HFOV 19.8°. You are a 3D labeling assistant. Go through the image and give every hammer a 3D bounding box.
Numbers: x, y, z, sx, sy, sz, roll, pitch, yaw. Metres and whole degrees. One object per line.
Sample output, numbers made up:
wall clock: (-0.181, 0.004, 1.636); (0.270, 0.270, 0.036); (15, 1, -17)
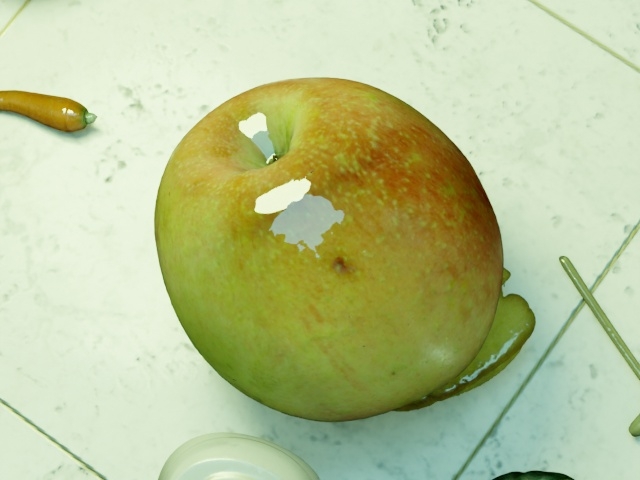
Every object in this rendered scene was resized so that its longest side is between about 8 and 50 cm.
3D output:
hammer: (0.281, 0.101, 1.803); (0.060, 0.028, 0.195); (-33, 72, 1)

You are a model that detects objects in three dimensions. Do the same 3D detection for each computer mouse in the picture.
computer mouse: (-0.101, 0.325, 1.709); (0.184, 0.121, 0.296); (13, 89, 0)

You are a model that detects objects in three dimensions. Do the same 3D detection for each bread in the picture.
bread: (0.113, 0.091, 1.797); (0.188, 0.065, 0.149); (-32, 62, 2)

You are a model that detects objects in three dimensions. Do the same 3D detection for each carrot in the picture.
carrot: (-0.297, -0.137, 1.895); (0.142, 0.035, 0.035); (12, 75, 14)

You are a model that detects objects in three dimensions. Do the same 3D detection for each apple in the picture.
apple: (0.000, 0.000, 1.691); (0.319, 0.277, 0.319); (-20, 46, 23)

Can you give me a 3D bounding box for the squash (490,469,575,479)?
squash: (0.193, 0.318, 1.665); (0.218, 0.172, 0.218); (-1, 81, 4)
